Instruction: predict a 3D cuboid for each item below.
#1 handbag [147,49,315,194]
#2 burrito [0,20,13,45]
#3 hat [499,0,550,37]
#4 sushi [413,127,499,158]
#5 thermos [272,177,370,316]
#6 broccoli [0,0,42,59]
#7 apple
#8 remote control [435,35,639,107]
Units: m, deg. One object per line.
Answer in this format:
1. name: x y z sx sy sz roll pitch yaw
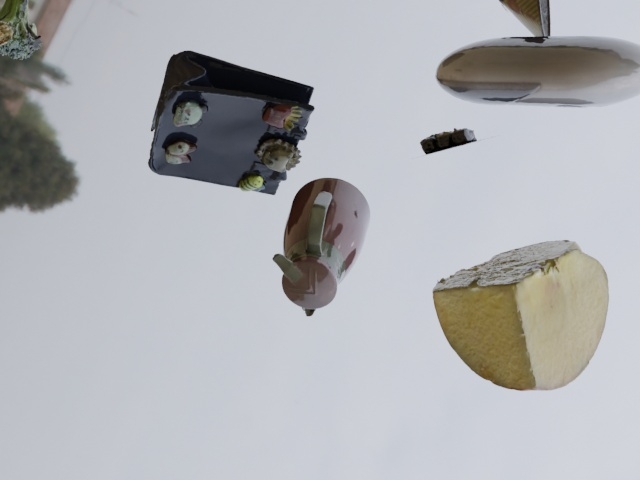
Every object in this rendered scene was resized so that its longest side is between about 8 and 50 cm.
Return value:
1. handbag: -0.189 -0.233 1.897 0.303 0.329 0.122 121 -22 -53
2. burrito: -0.615 -0.310 1.471 0.226 0.060 0.087 -11 -170 30
3. hat: 0.353 -0.430 1.562 0.082 0.193 0.193 -3 -123 21
4. sushi: 0.327 -0.253 2.218 0.231 0.219 0.047 -40 115 -82
5. thermos: 0.000 0.000 1.502 0.265 0.146 0.176 -72 166 -62
6. broccoli: -0.536 -0.419 1.555 0.118 0.122 0.204 7 -90 54
7. apple: 0.404 0.123 1.727 0.314 0.309 0.252 43 -52 25
8. remote control: 0.335 -0.254 1.333 0.332 0.221 0.103 8 -70 29
